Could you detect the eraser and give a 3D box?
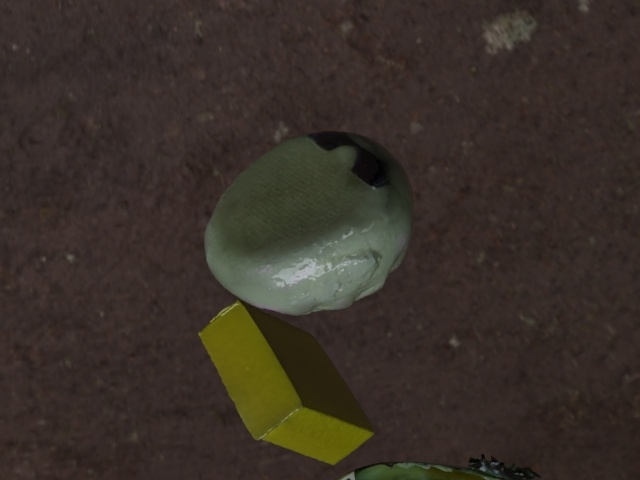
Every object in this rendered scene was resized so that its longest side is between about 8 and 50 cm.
[{"bbox_3d":[-0.023,0.102,0.843,0.045,0.097,0.122,-39,152,10],"label":"eraser"}]

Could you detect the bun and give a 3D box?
[{"bbox_3d":[0.000,0.000,1.587,0.293,0.293,0.187,-27,125,7],"label":"bun"}]

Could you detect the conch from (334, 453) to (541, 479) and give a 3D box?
[{"bbox_3d":[0.035,0.150,0.561,0.201,0.094,0.079,-17,146,27],"label":"conch"}]
